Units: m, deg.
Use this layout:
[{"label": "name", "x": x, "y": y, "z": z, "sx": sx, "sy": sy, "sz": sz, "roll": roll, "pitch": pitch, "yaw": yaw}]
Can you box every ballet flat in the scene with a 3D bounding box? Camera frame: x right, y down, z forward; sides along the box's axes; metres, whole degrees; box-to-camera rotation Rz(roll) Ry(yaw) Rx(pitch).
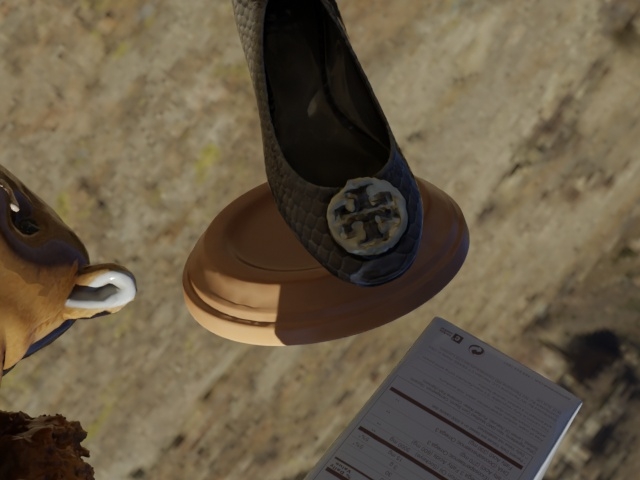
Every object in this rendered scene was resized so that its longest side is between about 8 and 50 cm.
[{"label": "ballet flat", "x": -0.001, "y": -0.089, "z": 0.835, "sx": 0.084, "sy": 0.250, "sz": 0.058, "roll": -13, "pitch": 155, "yaw": -8}]

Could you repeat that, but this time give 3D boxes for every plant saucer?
[{"label": "plant saucer", "x": 0.000, "y": 0.000, "z": 0.946, "sx": 0.200, "sy": 0.200, "sz": 0.037, "roll": -41, "pitch": 128, "yaw": -39}]

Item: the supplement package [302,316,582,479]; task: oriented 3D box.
[{"label": "supplement package", "x": 0.057, "y": 0.150, "z": 0.798, "sx": 0.179, "sy": 0.105, "sz": 0.105, "roll": -46, "pitch": 160, "yaw": -42}]

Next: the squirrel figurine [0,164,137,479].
[{"label": "squirrel figurine", "x": -0.301, "y": 0.136, "z": 1.056, "sx": 0.370, "sy": 0.281, "sz": 0.397, "roll": -48, "pitch": 124, "yaw": -50}]
